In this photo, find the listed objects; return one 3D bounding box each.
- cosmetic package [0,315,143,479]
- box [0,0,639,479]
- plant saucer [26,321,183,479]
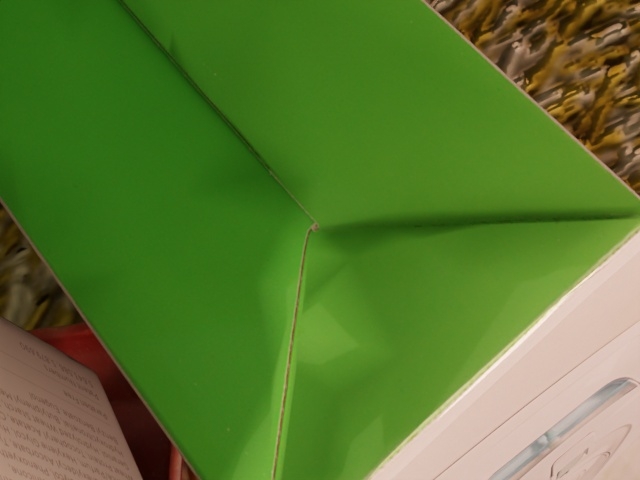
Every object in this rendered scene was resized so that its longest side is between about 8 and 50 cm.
[{"bbox_3d":[-0.137,0.130,0.486,0.151,0.151,0.183,-35,57,7],"label":"cosmetic package"},{"bbox_3d":[0.000,0.000,0.494,0.127,0.231,0.262,-42,56,1],"label":"box"},{"bbox_3d":[-0.165,0.170,0.599,0.258,0.048,0.259,-9,63,21],"label":"plant saucer"}]
